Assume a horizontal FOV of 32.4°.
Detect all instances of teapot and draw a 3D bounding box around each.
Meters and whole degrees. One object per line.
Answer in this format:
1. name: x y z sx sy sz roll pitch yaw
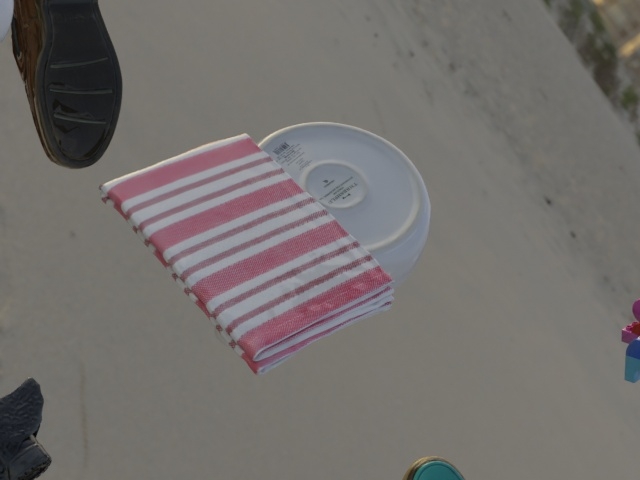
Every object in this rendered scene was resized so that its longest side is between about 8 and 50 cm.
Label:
1. teapot: 0.000 0.000 1.301 0.187 0.256 0.252 105 -18 -48

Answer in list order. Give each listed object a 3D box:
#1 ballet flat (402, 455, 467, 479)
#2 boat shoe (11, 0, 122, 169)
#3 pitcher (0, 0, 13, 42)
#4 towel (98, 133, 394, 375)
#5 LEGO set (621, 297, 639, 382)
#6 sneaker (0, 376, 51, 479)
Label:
1. ballet flat: 0.108 0.289 0.874 0.073 0.080 0.232 120 -45 -69
2. boat shoe: -0.319 -0.232 1.355 0.111 0.104 0.307 0 81 -37
3. pitcher: -0.402 -0.211 1.043 0.207 0.125 0.178 1 86 -49
4. towel: -0.054 0.003 0.814 0.144 0.029 0.197 -23 58 -39
5. LEGO set: 0.315 0.075 0.836 0.227 0.087 0.093 17 -61 44
6. sneaker: -0.322 0.203 1.031 0.089 0.170 0.051 50 -33 17
